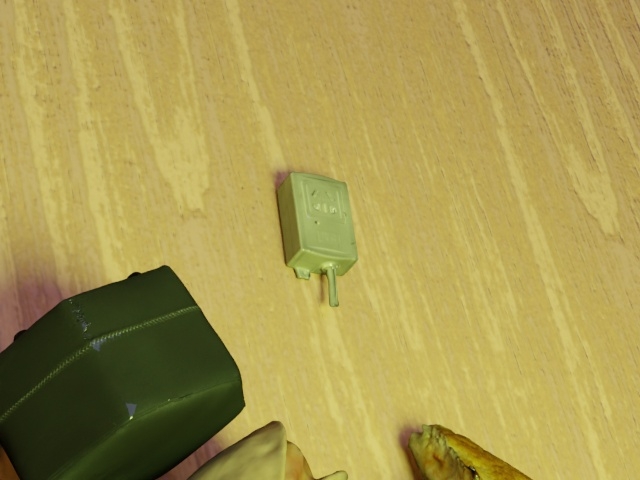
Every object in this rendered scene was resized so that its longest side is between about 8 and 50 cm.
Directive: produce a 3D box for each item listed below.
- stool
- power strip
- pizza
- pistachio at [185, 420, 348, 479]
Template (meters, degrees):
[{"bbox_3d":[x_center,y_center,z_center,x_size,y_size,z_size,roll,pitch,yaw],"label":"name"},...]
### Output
[{"bbox_3d":[-0.185,0.136,1.360,0.232,0.232,0.141,-20,67,-40],"label":"stool"},{"bbox_3d":[0.000,0.000,1.690,0.075,0.042,0.175,10,53,-27],"label":"power strip"},{"bbox_3d":[0.189,0.289,1.495,0.189,0.071,0.297,30,9,-25],"label":"pizza"},{"bbox_3d":[-0.068,0.287,1.340,0.187,0.187,0.299,34,43,-6],"label":"pistachio"}]
